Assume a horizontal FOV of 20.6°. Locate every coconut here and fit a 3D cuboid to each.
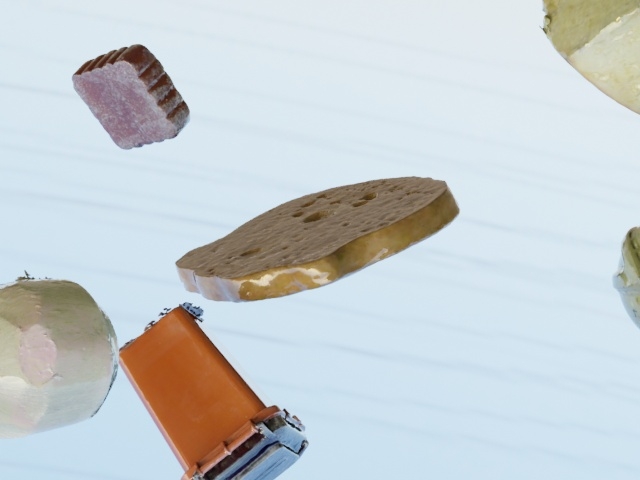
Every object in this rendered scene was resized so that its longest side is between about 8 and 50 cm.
[{"bbox_3d":[-0.304,0.115,1.772,0.183,0.171,0.171,1,-161,-44],"label":"coconut"}]

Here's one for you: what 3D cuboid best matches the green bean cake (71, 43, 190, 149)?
[{"bbox_3d":[-0.251,-0.193,2.354,0.136,0.135,0.056,-10,-149,43],"label":"green bean cake"}]

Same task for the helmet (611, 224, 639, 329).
[{"bbox_3d":[0.409,0.043,2.012,0.137,0.204,0.257,11,-170,-10],"label":"helmet"}]

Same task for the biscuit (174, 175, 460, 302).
[{"bbox_3d":[0.001,0.002,2.464,0.365,0.062,0.385,-27,-164,-31],"label":"biscuit"}]

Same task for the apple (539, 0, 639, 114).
[{"bbox_3d":[0.368,-0.273,1.639,0.314,0.252,0.309,5,-135,7],"label":"apple"}]

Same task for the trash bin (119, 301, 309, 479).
[{"bbox_3d":[-0.147,0.207,2.234,0.238,0.161,0.184,51,-179,19],"label":"trash bin"}]
